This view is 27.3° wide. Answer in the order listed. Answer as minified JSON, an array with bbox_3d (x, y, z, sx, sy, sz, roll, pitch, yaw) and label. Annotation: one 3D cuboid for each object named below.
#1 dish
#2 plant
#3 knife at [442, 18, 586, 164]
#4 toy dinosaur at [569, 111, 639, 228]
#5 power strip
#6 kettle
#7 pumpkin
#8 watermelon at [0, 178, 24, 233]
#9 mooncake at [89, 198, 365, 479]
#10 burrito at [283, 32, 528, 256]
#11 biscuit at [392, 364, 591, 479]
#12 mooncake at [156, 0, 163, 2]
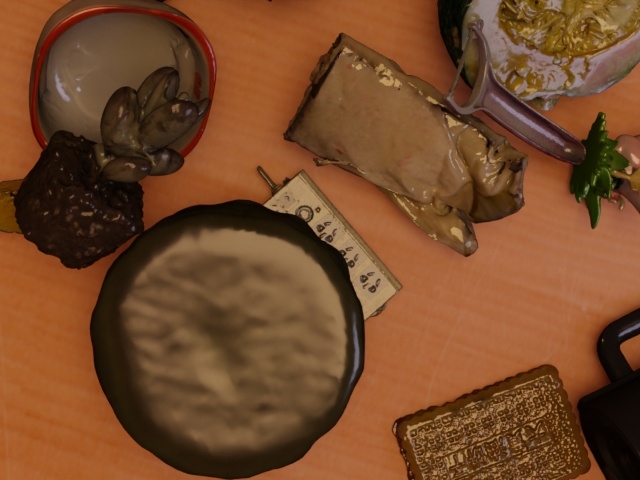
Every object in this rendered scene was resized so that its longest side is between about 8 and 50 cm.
[{"bbox_3d":[-0.265,-0.215,1.719,0.256,0.117,0.256,-10,124,-15],"label":"dish"},{"bbox_3d":[-0.249,-0.093,1.632,0.274,0.146,0.149,-46,136,10],"label":"plant"},{"bbox_3d":[0.256,-0.177,1.725,0.278,0.053,0.123,30,79,-40],"label":"knife"},{"bbox_3d":[0.447,-0.093,1.840,0.177,0.152,0.194,11,48,-7],"label":"toy dinosaur"},{"bbox_3d":[0.000,0.000,1.818,0.092,0.034,0.268,-41,95,-5],"label":"power strip"},{"bbox_3d":[0.526,0.225,1.831,0.308,0.262,0.203,-29,129,-9],"label":"kettle"},{"bbox_3d":[0.296,-0.332,1.771,0.293,0.197,0.263,-2,126,-15],"label":"pumpkin"},{"bbox_3d":[-0.370,-0.044,1.747,0.181,0.092,0.075,-8,101,-18],"label":"watermelon"},{"bbox_3d":[-0.118,0.123,1.715,0.356,0.194,0.356,0,93,1],"label":"mooncake"},{"bbox_3d":[0.122,-0.133,1.778,0.332,0.135,0.190,32,117,-10],"label":"burrito"},{"bbox_3d":[0.242,0.292,1.852,0.254,0.029,0.172,-21,93,-6],"label":"biscuit"},{"bbox_3d":[-0.251,-0.393,1.754,0.175,0.104,0.168,4,93,-5],"label":"mooncake"}]
